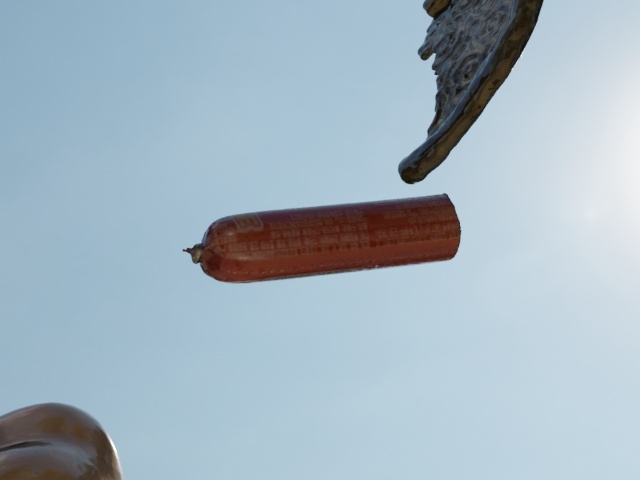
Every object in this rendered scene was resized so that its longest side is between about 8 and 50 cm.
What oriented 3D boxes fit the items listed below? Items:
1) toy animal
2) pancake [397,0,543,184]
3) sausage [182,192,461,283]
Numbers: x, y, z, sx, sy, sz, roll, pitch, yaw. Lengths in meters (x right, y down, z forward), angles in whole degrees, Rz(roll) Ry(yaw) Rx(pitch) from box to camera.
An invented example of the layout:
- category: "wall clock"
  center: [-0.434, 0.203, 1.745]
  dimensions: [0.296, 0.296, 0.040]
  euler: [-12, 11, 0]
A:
- category: "toy animal"
  center: [-0.243, 0.301, 1.196]
  dimensions: [0.237, 0.269, 0.326]
  euler: [-29, -75, -14]
- category: "pancake"
  center: [0.092, -0.130, 0.893]
  dimensions: [0.020, 0.190, 0.184]
  euler: [28, -80, -18]
- category: "sausage"
  center: [0.000, 0.000, 0.614]
  dimensions: [0.129, 0.034, 0.034]
  euler: [-6, -34, -21]
